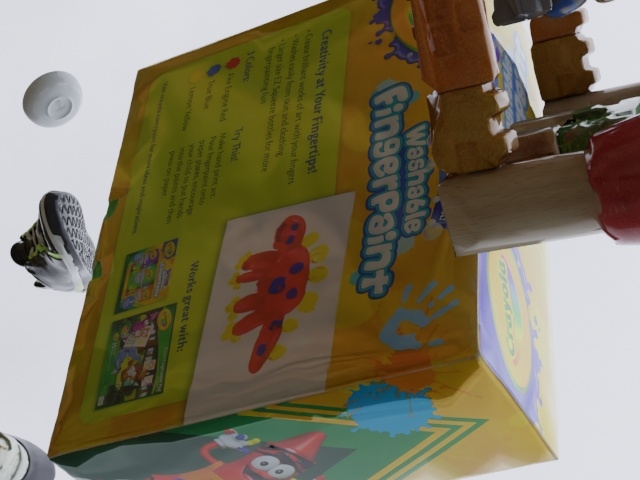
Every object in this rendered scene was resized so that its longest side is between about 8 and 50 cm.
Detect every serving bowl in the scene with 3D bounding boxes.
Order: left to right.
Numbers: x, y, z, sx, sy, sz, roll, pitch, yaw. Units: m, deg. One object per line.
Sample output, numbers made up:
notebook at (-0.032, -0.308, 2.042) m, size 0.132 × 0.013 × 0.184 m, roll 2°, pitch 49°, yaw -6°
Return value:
serving bowl at (-0.348, -0.181, 1.770) m, size 0.027 × 0.083 × 0.083 m, roll 47°, pitch -62°, yaw 39°

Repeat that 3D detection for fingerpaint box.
fingerpaint box at (0.000, 0.000, 1.158) m, size 0.371 × 0.163 × 0.445 m, roll -17°, pitch -134°, yaw 23°

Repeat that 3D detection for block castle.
block castle at (0.213, -0.180, 0.978) m, size 0.213 × 0.453 × 0.303 m, roll -10°, pitch -81°, yaw 22°

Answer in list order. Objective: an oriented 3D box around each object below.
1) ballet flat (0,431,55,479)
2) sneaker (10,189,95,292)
ballet flat at (-0.352, 0.213, 1.332) m, size 0.074 × 0.203 × 0.074 m, roll -47°, pitch -148°, yaw 40°
sneaker at (-0.332, 0.015, 1.641) m, size 0.234 × 0.097 × 0.084 m, roll 91°, pitch -7°, yaw -65°
